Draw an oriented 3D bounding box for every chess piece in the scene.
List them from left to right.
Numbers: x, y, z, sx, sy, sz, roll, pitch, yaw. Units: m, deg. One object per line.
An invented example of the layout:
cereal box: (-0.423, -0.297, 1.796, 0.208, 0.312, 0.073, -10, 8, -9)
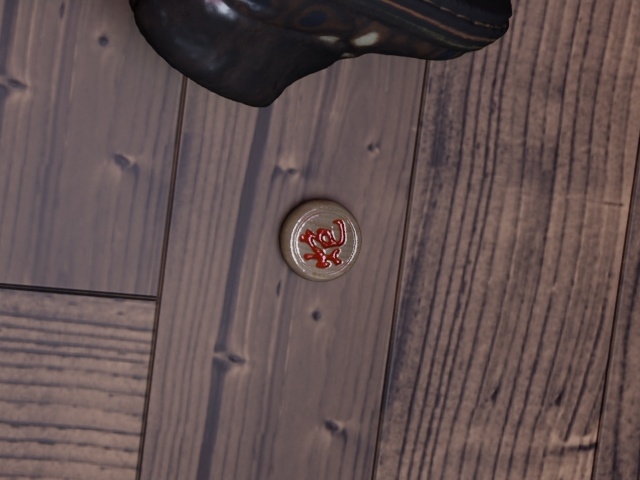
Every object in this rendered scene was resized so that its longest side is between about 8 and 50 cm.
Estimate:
chess piece: (0.000, 0.000, 1.920, 0.083, 0.038, 0.084, -3, 100, -16)

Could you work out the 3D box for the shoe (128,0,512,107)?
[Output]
shoe: (-0.001, -0.225, 1.814, 0.384, 0.237, 0.171, 6, 56, -49)
